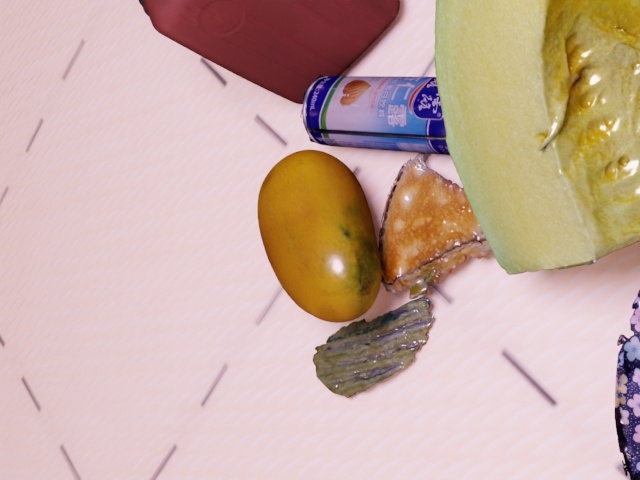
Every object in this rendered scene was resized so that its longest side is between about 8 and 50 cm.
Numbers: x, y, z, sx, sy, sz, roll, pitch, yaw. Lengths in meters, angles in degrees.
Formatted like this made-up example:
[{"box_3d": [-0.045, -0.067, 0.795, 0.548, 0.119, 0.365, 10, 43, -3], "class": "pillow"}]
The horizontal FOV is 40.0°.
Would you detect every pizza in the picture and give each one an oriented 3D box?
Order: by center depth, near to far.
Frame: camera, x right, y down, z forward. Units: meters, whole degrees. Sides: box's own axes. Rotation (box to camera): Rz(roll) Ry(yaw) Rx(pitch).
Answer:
[{"box_3d": [0.155, -0.017, 1.053, 0.195, 0.052, 0.185, 2, 78, 44], "class": "pizza"}]

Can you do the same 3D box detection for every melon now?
[{"box_3d": [0.256, -0.156, 0.813, 0.331, 0.226, 0.343, -18, 95, 28], "class": "melon"}]

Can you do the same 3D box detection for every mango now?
[{"box_3d": [0.000, 0.002, 1.103, 0.139, 0.175, 0.254, -12, 51, -7], "class": "mango"}]

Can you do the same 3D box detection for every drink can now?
[{"box_3d": [0.092, -0.158, 1.100, 0.235, 0.097, 0.097, 9, 89, 41], "class": "drink can"}]

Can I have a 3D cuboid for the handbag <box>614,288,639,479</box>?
[{"box_3d": [0.373, 0.144, 0.799, 0.208, 0.127, 0.228, -12, 76, 44], "class": "handbag"}]

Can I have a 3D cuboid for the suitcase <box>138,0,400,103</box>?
[{"box_3d": [-0.067, -0.326, 1.129, 0.236, 0.297, 0.161, -41, 51, 27], "class": "suitcase"}]

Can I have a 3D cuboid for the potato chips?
[{"box_3d": [0.068, 0.140, 1.116, 0.207, 0.028, 0.091, -27, 68, 35], "class": "potato chips"}]
